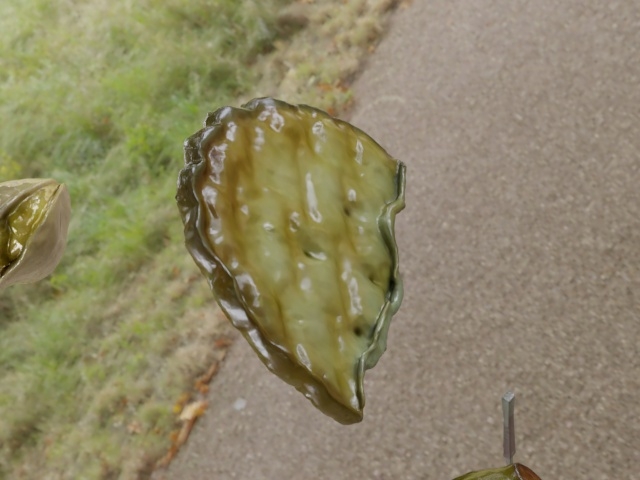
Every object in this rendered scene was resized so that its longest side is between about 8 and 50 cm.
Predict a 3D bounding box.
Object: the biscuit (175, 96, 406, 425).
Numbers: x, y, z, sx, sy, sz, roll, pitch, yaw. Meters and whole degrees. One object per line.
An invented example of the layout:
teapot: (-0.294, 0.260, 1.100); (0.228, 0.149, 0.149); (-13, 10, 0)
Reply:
biscuit: (0.000, 0.000, 1.027); (0.078, 0.329, 0.335); (-25, 6, 42)

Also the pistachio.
pistachio: (-0.350, -0.017, 1.162); (0.145, 0.117, 0.200); (-60, 4, -19)

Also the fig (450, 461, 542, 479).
fig: (0.073, 0.137, 0.450); (0.088, 0.074, 0.074); (-63, 25, 24)

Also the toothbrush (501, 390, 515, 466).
toothbrush: (0.228, 0.246, 1.207); (0.017, 0.194, 0.014); (26, 55, 36)
